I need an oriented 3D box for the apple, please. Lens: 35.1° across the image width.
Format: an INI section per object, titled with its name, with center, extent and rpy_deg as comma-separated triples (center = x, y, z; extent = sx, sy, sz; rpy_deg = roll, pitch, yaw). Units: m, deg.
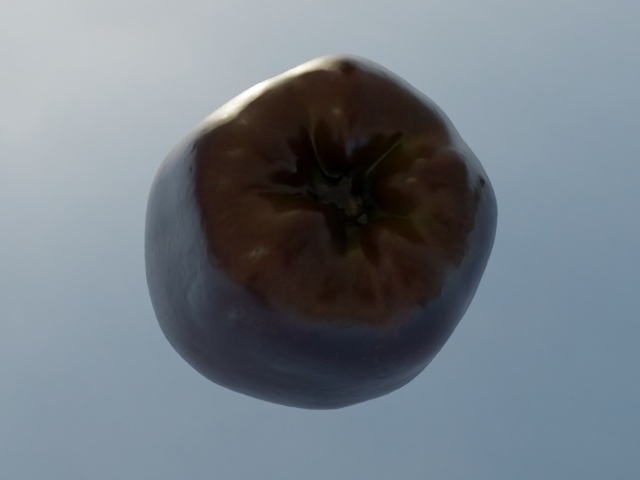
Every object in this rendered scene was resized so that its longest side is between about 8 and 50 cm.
[apple]
center = 0.000, 0.000, 0.838
extent = 0.288, 0.317, 0.288
rpy_deg = 3, -104, -10
